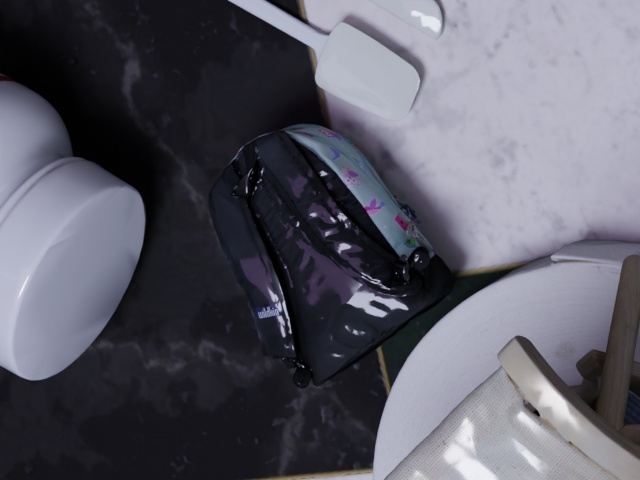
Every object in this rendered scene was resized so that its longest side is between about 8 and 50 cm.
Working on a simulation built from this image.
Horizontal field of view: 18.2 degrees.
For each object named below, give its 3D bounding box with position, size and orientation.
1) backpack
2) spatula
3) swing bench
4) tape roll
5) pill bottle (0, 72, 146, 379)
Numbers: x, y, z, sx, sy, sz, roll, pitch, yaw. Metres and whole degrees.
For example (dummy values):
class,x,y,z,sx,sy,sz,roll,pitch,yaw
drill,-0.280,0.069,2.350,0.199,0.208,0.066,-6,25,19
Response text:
class,x,y,z,sx,sy,sz,roll,pitch,yaw
backpack,0.000,0.000,1.512,0.152,0.115,0.182,-38,83,18
spatula,-0.005,-0.214,1.517,0.242,0.019,0.168,31,116,18
swing bench,0.145,0.173,1.315,0.165,0.254,0.253,47,119,10
tape roll,0.224,0.194,1.467,0.392,0.072,0.392,7,105,27
pill bottle,-0.353,-0.058,1.617,0.407,0.229,0.229,29,114,19
